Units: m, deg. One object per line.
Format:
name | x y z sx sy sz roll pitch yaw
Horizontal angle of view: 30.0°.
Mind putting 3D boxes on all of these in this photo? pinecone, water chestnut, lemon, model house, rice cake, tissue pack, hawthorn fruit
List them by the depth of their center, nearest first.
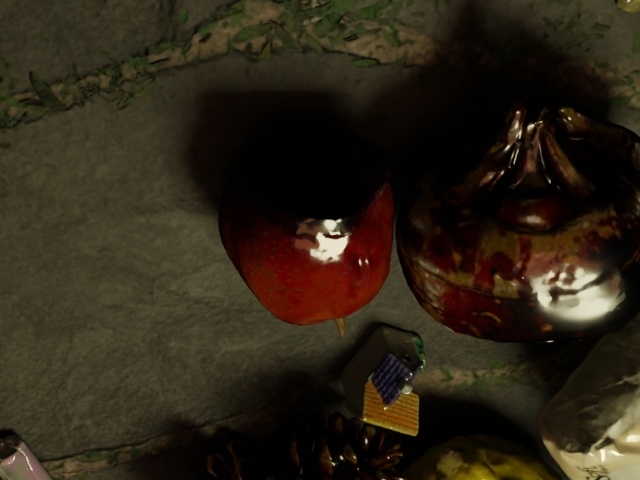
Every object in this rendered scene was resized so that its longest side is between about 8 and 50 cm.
water chestnut | 0.216 -0.021 1.235 0.289 0.289 0.244 -11 93 -5
hawthorn fruit | 0.000 0.000 1.243 0.189 0.189 0.251 -21 130 3
pinecone | -0.026 0.318 1.424 0.292 0.246 0.246 -39 123 16
model house | 0.089 0.173 1.431 0.087 0.100 0.101 22 117 -25
tissue pack | 0.452 0.216 1.449 0.390 0.195 0.375 -44 131 -12
rice cake | -0.331 0.337 1.485 0.049 0.055 0.270 -25 124 1
lemon | 0.213 0.390 1.518 0.285 0.285 0.316 1 102 -13

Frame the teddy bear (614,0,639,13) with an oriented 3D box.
teddy bear | 0.267 -0.333 1.080 0.256 0.156 0.267 24 115 -28
